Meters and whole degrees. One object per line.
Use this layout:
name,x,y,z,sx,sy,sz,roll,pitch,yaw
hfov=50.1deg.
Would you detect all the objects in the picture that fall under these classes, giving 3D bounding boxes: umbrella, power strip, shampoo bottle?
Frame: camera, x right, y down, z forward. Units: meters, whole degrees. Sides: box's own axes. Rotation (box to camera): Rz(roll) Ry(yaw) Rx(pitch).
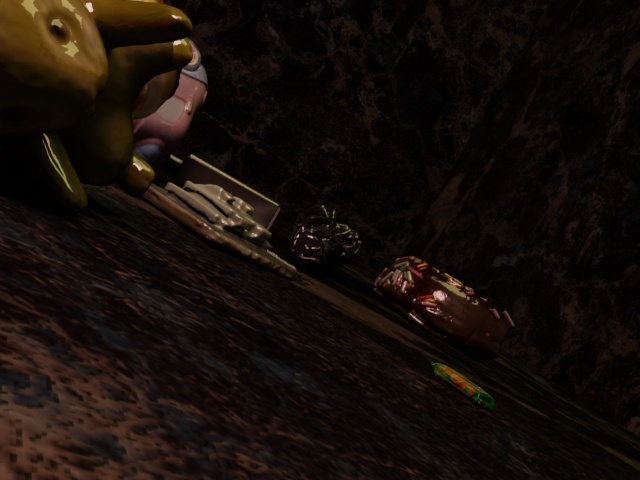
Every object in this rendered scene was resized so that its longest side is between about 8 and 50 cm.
umbrella,-0.009,-0.008,1.380,0.154,0.128,0.337,33,5,16
power strip,-0.138,-0.037,0.953,0.213,0.064,0.198,30,0,36
shampoo bottle,-0.204,-0.100,1.388,0.246,0.080,0.079,29,1,-10

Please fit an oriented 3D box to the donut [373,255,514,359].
donut,0.258,0.134,1.577,0.259,0.136,0.345,33,-1,-17

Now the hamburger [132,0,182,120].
hamburger,-0.355,-0.256,0.916,0.303,0.186,0.260,26,-38,25

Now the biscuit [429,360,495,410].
biscuit,0.173,0.175,0.830,0.046,0.016,0.089,28,3,-44

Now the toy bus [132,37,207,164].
toy bus,-0.349,-0.249,1.201,0.294,0.231,0.197,22,-34,-40

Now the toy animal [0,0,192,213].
toy animal,-0.215,-0.128,0.520,0.180,0.181,0.363,26,5,-4
